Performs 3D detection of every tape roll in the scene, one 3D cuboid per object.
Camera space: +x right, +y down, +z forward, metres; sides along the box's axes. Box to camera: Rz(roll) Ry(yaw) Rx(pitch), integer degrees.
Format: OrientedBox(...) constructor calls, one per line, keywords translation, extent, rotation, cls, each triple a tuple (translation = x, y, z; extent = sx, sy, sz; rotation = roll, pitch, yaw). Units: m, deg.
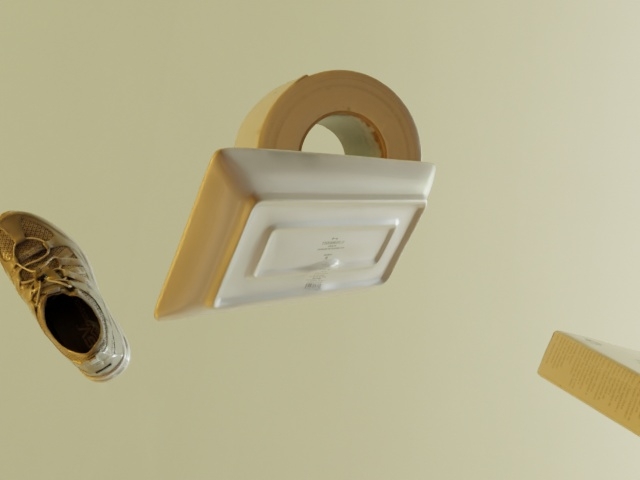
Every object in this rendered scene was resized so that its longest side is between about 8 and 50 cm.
OrientedBox(translation=(0.005, -0.119, 1.076), extent=(0.246, 0.169, 0.246), rotation=(-2, -84, -18), cls="tape roll")

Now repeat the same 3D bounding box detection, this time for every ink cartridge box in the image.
OrientedBox(translation=(0.309, 0.140, 0.517), extent=(0.223, 0.224, 0.045), rotation=(16, -81, -25), cls="ink cartridge box")

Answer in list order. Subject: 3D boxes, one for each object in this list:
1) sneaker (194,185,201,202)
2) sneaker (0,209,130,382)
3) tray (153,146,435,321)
OrientedBox(translation=(-0.156, -0.057, 1.181), extent=(0.100, 0.271, 0.108), rotation=(-14, -64, -2), cls="sneaker")
OrientedBox(translation=(-0.355, 0.061, 0.992), extent=(0.105, 0.115, 0.281), rotation=(-38, -101, -14), cls="sneaker")
OrientedBox(translation=(0.000, 0.000, 0.595), extent=(0.270, 0.030, 0.145), rotation=(-3, -54, -49), cls="tray")
